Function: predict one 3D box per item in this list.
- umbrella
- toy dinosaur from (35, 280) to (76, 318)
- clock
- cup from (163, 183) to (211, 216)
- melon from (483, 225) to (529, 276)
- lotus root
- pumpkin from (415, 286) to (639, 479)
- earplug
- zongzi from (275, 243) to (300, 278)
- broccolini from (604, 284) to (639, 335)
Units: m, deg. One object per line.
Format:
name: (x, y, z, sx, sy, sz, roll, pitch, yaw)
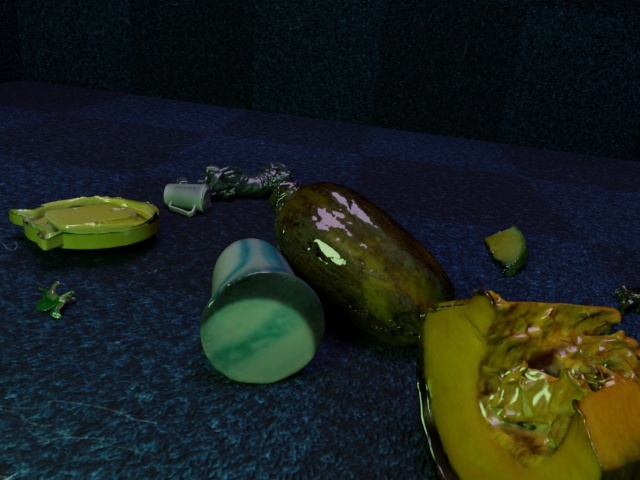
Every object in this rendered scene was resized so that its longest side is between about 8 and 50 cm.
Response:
umbrella: (-0.249, -0.177, 1.573, 0.348, 0.094, 0.143, -3, 20, -17)
toy dinosaur: (-0.480, 0.102, 0.943, 0.119, 0.029, 0.060, 19, 41, 30)
clock: (-0.507, -0.031, 1.182, 0.293, 0.071, 0.277, -11, 24, -36)
cup: (-0.358, -0.107, 1.423, 0.116, 0.074, 0.104, 5, 51, 6)
melon: (0.477, 0.023, 1.361, 0.113, 0.053, 0.262, 5, 22, 15)
lotus root: (0.067, 0.032, 0.963, 0.397, 0.179, 0.196, 41, 57, 13)
pumpkin: (0.262, 0.201, 0.630, 0.225, 0.256, 0.303, 3, 46, -20)
earplug: (-0.116, 0.078, 0.921, 0.184, 0.185, 0.324, 1, 19, -14)
zongzi: (0.000, 0.000, 1.138, 0.194, 0.099, 0.198, 3, 56, -3)
broccolini: (0.635, 0.158, 1.125, 0.254, 0.071, 0.058, -26, 81, -42)
